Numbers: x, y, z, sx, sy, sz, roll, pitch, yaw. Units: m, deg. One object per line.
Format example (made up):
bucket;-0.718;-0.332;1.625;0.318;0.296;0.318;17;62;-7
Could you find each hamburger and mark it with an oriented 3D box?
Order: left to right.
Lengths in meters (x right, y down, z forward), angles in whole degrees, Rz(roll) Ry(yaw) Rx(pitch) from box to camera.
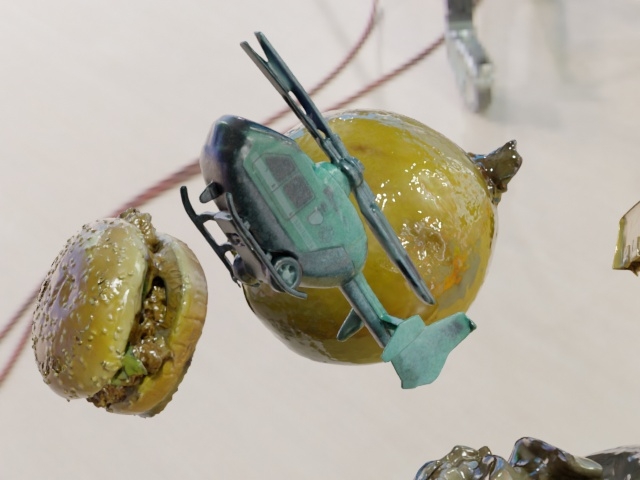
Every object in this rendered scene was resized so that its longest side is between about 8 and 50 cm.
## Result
hamburger;-0.190;0.061;1.311;0.182;0.118;0.191;-2;69;51

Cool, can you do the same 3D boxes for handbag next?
handbag;0.301;-0.007;1.311;0.027;0.083;0.061;16;68;-6

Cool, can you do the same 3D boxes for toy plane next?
toy plane;0.000;0.000;0.801;0.096;0.235;0.060;-44;24;-21

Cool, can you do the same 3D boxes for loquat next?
loquat;0.054;-0.010;1.140;0.246;0.213;0.213;-26;42;8

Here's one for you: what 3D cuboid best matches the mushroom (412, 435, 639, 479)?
mushroom;0.110;0.186;0.711;0.226;0.178;0.226;-38;8;6
